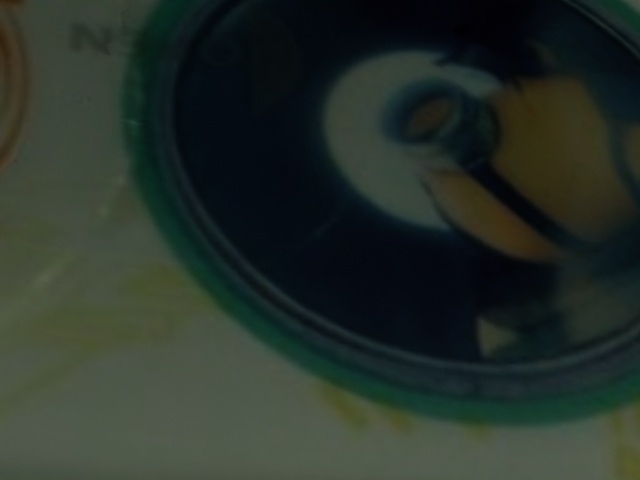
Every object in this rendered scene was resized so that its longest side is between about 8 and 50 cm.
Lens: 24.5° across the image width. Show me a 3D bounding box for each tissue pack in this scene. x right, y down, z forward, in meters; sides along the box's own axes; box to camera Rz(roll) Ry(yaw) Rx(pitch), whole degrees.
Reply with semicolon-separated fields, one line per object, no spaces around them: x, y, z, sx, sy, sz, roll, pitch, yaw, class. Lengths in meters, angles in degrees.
0.000;0.000;0.504;0.162;0.388;0.287;107;-17;-49;tissue pack
